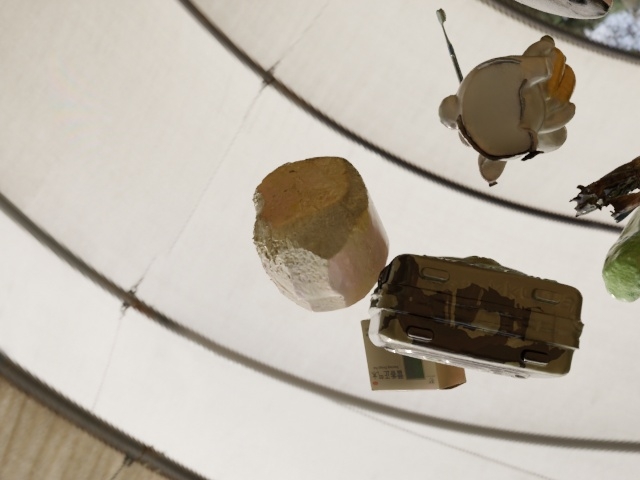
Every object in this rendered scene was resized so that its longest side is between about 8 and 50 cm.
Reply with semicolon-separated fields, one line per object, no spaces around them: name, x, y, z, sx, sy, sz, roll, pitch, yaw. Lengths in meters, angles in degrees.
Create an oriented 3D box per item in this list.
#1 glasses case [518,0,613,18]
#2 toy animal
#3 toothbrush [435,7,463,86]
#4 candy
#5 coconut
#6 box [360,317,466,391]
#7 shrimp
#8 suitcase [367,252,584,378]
glasses case;0.412;-0.465;1.636;0.122;0.075;0.314;27;-170;-28
toy animal;0.337;-0.221;1.570;0.183;0.247;0.310;62;-159;4
toothbrush;0.307;-0.440;2.087;0.019;0.016;0.220;-43;-55;-29
candy;0.789;0.007;2.146;0.343;0.142;0.132;-44;-74;-39
coconut;0.000;0.000;1.970;0.298;0.297;0.310;-84;-22;-45
box;0.199;0.241;1.947;0.095;0.212;0.168;-9;-93;-41
shrimp;0.698;-0.112;2.035;0.075;0.289;0.178;51;-150;-18
suitcase;0.255;0.127;1.572;0.351;0.339;0.194;12;-98;1
